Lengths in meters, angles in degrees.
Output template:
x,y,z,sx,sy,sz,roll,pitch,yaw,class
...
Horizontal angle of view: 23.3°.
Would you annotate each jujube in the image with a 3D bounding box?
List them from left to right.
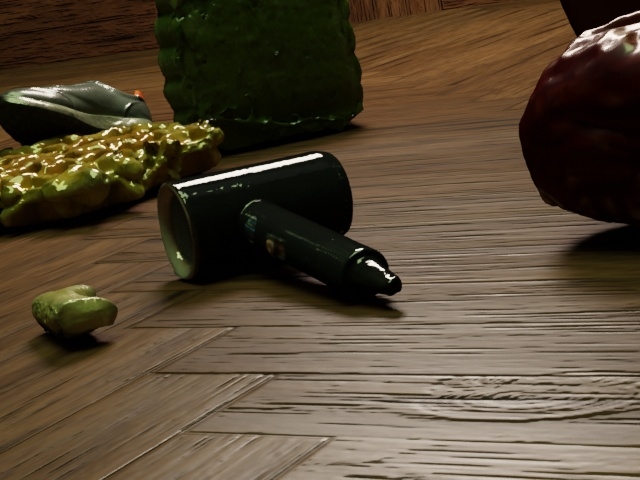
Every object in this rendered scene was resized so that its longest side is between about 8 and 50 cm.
x,y,z,sx,sy,sz,roll,pitch,yaw,class
0.230,-0.076,0.929,0.230,0.155,0.155,-2,14,42,jujube

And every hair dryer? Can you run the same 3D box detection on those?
x,y,z,sx,sy,sz,roll,pitch,yaw,class
0.000,0.000,1.006,0.128,0.070,0.255,-15,20,-26,hair dryer

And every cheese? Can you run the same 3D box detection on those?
x,y,z,sx,sy,sz,roll,pitch,yaw,class
-0.151,0.044,0.960,0.044,0.030,0.083,-21,9,-21,cheese

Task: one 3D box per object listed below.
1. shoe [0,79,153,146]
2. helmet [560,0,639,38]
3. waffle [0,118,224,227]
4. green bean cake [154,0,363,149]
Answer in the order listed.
x,y,z,sx,sy,sz,roll,pitch,yaw,class
-0.262,-0.138,1.658,0.194,0.077,0.074,12,-34,-37,shoe
0.354,-0.213,1.283,0.337,0.230,0.385,-4,5,35,helmet
-0.232,-0.065,1.501,0.281,0.058,0.301,-9,12,12,waffle
-0.067,-0.206,1.686,0.214,0.200,0.113,-14,11,-14,green bean cake
